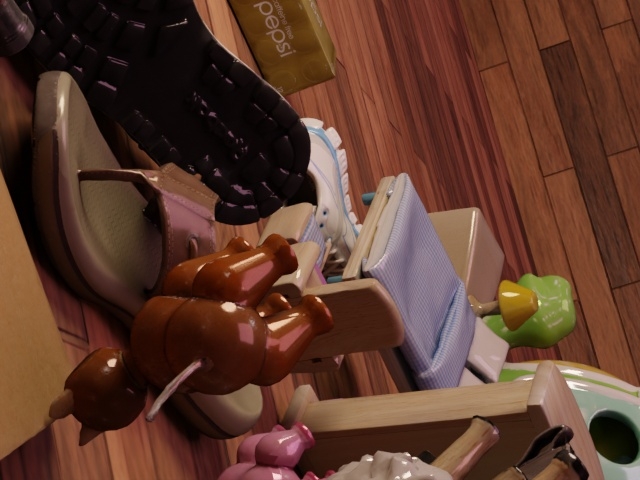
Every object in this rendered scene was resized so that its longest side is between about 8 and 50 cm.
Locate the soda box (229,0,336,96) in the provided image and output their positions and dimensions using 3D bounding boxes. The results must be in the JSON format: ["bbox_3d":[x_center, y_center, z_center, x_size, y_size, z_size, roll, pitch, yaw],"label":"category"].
[{"bbox_3d":[-0.045,-0.218,1.412,0.058,0.061,0.181,-88,157,-58],"label":"soda box"}]

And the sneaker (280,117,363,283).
[{"bbox_3d":[0.000,0.000,1.331,0.191,0.071,0.083,66,27,-12],"label":"sneaker"}]

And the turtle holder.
[{"bbox_3d":[0.220,0.215,1.561,0.320,0.227,0.243,-88,155,-56],"label":"turtle holder"}]

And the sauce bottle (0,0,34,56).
[{"bbox_3d":[-0.181,-0.144,0.792,0.042,0.042,0.128,-96,160,-43],"label":"sauce bottle"}]

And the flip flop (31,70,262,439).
[{"bbox_3d":[-0.083,0.009,0.904,0.112,0.080,0.277,-94,160,-48],"label":"flip flop"}]

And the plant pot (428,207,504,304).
[{"bbox_3d":[0.128,0.040,1.714,0.109,0.109,0.096,54,34,-53],"label":"plant pot"}]

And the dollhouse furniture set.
[{"bbox_3d":[0.105,0.044,1.214,0.286,0.198,0.303,64,31,-30],"label":"dollhouse furniture set"}]

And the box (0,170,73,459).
[{"bbox_3d":[-0.169,-0.003,0.696,0.164,0.021,0.201,-37,109,-76],"label":"box"}]

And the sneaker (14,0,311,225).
[{"bbox_3d":[-0.123,-0.128,0.948,0.124,0.107,0.283,40,-13,51],"label":"sneaker"}]

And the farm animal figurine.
[{"bbox_3d":[-0.009,0.183,0.727,0.326,0.172,0.330,32,-30,47],"label":"farm animal figurine"}]

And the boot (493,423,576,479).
[{"bbox_3d":[0.086,0.256,0.941,0.091,0.229,0.263,41,33,-66],"label":"boot"}]
